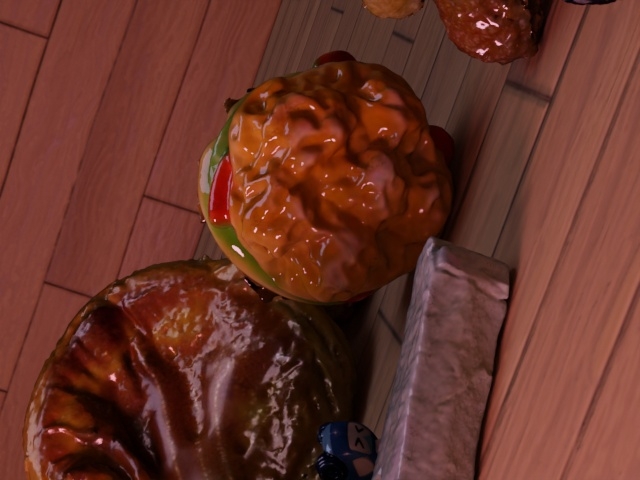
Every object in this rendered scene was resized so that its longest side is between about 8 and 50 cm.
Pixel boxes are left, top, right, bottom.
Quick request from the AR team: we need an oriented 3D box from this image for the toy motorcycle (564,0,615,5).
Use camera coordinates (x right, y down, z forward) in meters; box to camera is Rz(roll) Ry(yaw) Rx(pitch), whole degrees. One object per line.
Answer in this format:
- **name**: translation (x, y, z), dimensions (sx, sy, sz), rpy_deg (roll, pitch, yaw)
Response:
- **toy motorcycle**: translation (0.178, -0.356, 0.883), dimensions (0.237, 0.168, 0.410), rpy_deg (-7, 91, 62)

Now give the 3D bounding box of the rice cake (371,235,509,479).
- **rice cake**: translation (0.088, 0.101, 1.053), dimensions (0.063, 0.069, 0.206), rpy_deg (136, 147, -64)

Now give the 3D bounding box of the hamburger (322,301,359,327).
- **hamburger**: translation (0.000, 0.000, 1.565), dimensions (0.231, 0.107, 0.231), rpy_deg (-163, 90, -75)

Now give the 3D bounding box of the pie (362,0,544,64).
- **pie**: translation (0.087, -0.396, 1.198), dimensions (0.395, 0.180, 0.418), rpy_deg (69, -163, -51)

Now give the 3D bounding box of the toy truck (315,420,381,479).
- **toy truck**: translation (0.045, 0.171, 1.172), dimensions (0.056, 0.090, 0.073), rpy_deg (-91, -22, -59)

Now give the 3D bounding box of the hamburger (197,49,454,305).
- **hamburger**: translation (0.013, -0.055, 1.286), dimensions (0.149, 0.237, 0.237), rpy_deg (167, 120, -73)

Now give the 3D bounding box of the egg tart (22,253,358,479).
- **egg tart**: translation (-0.112, 0.181, 1.436), dimensions (0.339, 0.351, 0.153), rpy_deg (-57, -23, -14)
